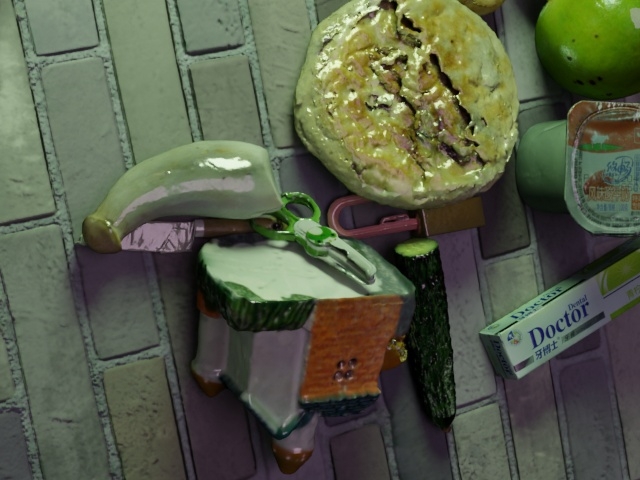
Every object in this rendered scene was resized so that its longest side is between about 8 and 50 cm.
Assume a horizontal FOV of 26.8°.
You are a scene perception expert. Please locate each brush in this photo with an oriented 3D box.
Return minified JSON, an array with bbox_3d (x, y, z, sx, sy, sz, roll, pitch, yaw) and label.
[{"bbox_3d":[0.118,-0.047,1.907,0.233,0.047,0.103,-12,97,-22],"label":"brush"}]

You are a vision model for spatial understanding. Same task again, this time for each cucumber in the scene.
[{"bbox_3d":[0.155,0.140,1.918,0.067,0.067,0.294,-18,111,-24],"label":"cucumber"}]

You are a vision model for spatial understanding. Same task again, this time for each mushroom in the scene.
[{"bbox_3d":[-0.182,-0.063,1.737,0.270,0.103,0.118,-14,81,-15],"label":"mushroom"}]

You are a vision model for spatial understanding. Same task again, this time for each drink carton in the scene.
[{"bbox_3d":[0.384,-0.103,1.952,0.185,0.189,0.191,-2,94,-26],"label":"drink carton"}]

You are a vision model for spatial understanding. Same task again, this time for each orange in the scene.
[{"bbox_3d":[0.087,0.143,1.894,0.086,0.062,0.086,-1,93,-23],"label":"orange"}]

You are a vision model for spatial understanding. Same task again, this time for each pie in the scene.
[{"bbox_3d":[0.127,-0.198,1.863,0.339,0.077,0.339,2,83,-19],"label":"pie"}]

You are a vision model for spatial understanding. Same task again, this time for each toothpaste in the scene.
[{"bbox_3d":[0.398,0.097,2.039,0.336,0.067,0.081,-29,101,-22],"label":"toothpaste"}]

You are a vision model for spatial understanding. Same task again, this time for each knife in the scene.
[{"bbox_3d":[-0.179,-0.007,1.782,0.297,0.017,0.047,-1,94,-26],"label":"knife"}]

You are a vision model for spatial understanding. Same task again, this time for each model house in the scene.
[{"bbox_3d":[-0.044,0.160,1.794,0.271,0.190,0.301,-2,111,-30],"label":"model house"}]

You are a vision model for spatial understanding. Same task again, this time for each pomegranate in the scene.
[{"bbox_3d":[0.392,-0.345,1.939,0.302,0.236,0.236,43,74,-9],"label":"pomegranate"}]

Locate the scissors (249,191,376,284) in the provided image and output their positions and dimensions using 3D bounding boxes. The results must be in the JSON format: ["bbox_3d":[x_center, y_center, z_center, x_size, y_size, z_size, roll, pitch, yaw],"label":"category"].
[{"bbox_3d":[0.000,0.000,1.775,0.101,0.204,0.027,-28,139,-35],"label":"scissors"}]

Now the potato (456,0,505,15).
[{"bbox_3d":[0.199,-0.392,1.911,0.107,0.080,0.170,-47,113,-2],"label":"potato"}]
